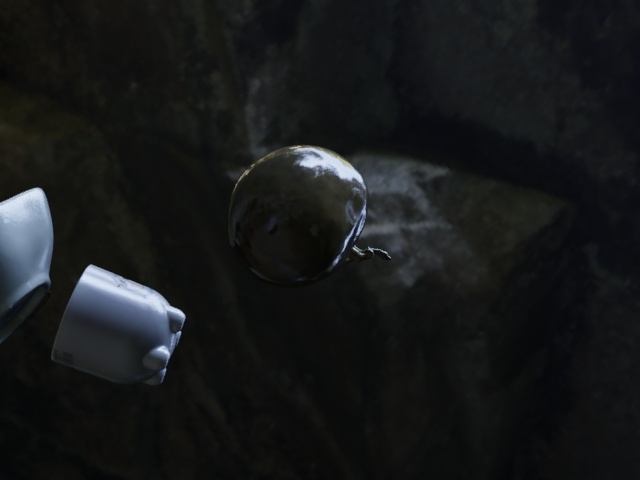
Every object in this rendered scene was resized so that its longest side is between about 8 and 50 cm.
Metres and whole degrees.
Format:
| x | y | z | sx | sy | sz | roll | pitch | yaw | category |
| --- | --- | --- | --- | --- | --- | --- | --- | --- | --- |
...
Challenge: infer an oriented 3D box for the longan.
| x | y | z | sx | sy | sz | roll | pitch | yaw | category |
| --- | --- | --- | --- | --- | --- | --- | --- | --- | --- |
| -0.027 | -0.030 | 1.584 | 0.167 | 0.187 | 0.167 | 35 | -40 | 35 | longan |

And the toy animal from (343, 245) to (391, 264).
| x | y | z | sx | sy | sz | roll | pitch | yaw | category |
| --- | --- | --- | --- | --- | --- | --- | --- | --- | --- |
| 0.010 | -0.014 | 1.896 | 0.220 | 0.069 | 0.086 | 20 | -76 | -22 | toy animal |

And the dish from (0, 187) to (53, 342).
| x | y | z | sx | sy | sz | roll | pitch | yaw | category |
| --- | --- | --- | --- | --- | --- | --- | --- | --- | --- |
| -0.273 | 0.047 | 1.072 | 0.066 | 0.191 | 0.190 | 43 | -38 | 3 | dish |

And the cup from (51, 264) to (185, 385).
| x | y | z | sx | sy | sz | roll | pitch | yaw | category |
| --- | --- | --- | --- | --- | --- | --- | --- | --- | --- |
| -0.258 | 0.121 | 1.739 | 0.142 | 0.134 | 0.173 | 20 | -13 | -2 | cup |
